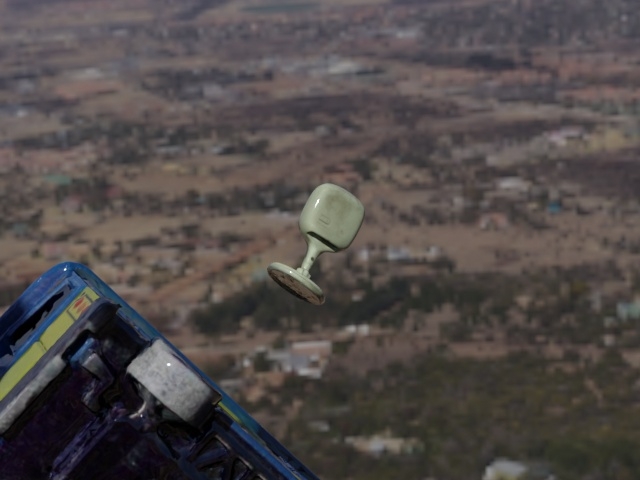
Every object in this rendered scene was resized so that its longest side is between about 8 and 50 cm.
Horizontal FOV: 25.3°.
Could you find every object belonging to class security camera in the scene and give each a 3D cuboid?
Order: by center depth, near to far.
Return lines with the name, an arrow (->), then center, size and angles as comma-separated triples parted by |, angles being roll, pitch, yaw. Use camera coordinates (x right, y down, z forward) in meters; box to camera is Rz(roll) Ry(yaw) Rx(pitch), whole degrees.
security camera -> 0.000, 0.000, 1.165 | 0.058, 0.058, 0.092 | 13, 66, 49

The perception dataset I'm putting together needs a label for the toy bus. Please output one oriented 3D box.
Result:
toy bus -> -0.080, 0.159, 0.832 | 0.138, 0.288, 0.175 | -48, 19, -7
